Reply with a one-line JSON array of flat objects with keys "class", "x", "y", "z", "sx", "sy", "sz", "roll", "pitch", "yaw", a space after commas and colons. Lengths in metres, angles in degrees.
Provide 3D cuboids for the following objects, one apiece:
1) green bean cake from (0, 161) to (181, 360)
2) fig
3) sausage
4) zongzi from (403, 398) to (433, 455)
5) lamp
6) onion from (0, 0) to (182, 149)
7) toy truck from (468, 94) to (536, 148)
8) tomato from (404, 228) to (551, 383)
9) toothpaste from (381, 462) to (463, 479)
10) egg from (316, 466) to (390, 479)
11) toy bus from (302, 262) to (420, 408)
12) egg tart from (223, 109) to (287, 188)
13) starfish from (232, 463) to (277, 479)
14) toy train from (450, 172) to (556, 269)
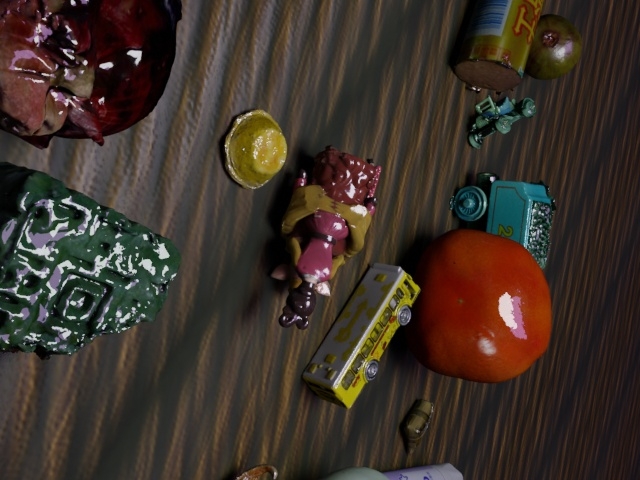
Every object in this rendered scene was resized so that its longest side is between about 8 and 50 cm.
[{"class": "green bean cake", "x": -0.249, "y": 0.049, "z": 0.645, "sx": 0.208, "sy": 0.107, "sz": 0.193, "roll": 33, "pitch": 72, "yaw": -48}, {"class": "fig", "x": 0.466, "y": -0.387, "z": 1.387, "sx": 0.236, "sy": 0.124, "sz": 0.124, "roll": -26, "pitch": 119, "yaw": -70}, {"class": "sausage", "x": 0.339, "y": -0.418, "z": 1.208, "sx": 0.125, "sy": 0.117, "sz": 0.317, "roll": 52, "pitch": 56, "yaw": -66}, {"class": "zongzi", "x": 0.180, "y": 0.339, "z": 1.233, "sx": 0.076, "sy": 0.040, "sz": 0.083, "roll": -48, "pitch": 141, "yaw": -40}, {"class": "lamp", "x": 0.000, "y": 0.000, "z": 0.912, "sx": 0.118, "sy": 0.118, "sz": 0.253, "roll": 27, "pitch": 76, "yaw": -47}, {"class": "onion", "x": -0.229, "y": -0.187, "z": 0.551, "sx": 0.221, "sy": 0.281, "sz": 0.281, "roll": -35, "pitch": 129, "yaw": 1}, {"class": "toy truck", "x": 0.335, "y": -0.238, "z": 1.279, "sx": 0.154, "sy": 0.080, "sz": 0.078, "roll": -30, "pitch": 92, "yaw": -41}, {"class": "tomato", "x": 0.251, "y": 0.106, "z": 1.105, "sx": 0.180, "sy": 0.259, "sz": 0.260, "roll": 10, "pitch": 89, "yaw": -62}, {"class": "toothpaste", "x": 0.100, "y": 0.441, "z": 1.145, "sx": 0.371, "sy": 0.080, "sz": 0.125, "roll": 6, "pitch": 96, "yaw": -40}, {"class": "egg", "x": 0.000, "y": 0.483, "z": 0.909, "sx": 0.230, "sy": 0.230, "sz": 0.371, "roll": 52, "pitch": 58, "yaw": -40}, {"class": "toy bus", "x": 0.064, "y": 0.142, "z": 1.037, "sx": 0.226, "sy": 0.081, "sz": 0.074, "roll": -55, "pitch": 128, "yaw": -22}, {"class": "egg tart", "x": -0.076, "y": -0.114, "z": 0.858, "sx": 0.105, "sy": 0.039, "sz": 0.105, "roll": -15, "pitch": 110, "yaw": -47}, {"class": "starfish", "x": -0.128, "y": 0.363, "z": 0.860, "sx": 0.146, "sy": 0.074, "sz": 0.190, "roll": 49, "pitch": 62, "yaw": -43}, {"class": "toy train", "x": 0.329, "y": -0.020, "z": 1.235, "sx": 0.112, "sy": 0.163, "sz": 0.203, "roll": -2, "pitch": 99, "yaw": -47}]
